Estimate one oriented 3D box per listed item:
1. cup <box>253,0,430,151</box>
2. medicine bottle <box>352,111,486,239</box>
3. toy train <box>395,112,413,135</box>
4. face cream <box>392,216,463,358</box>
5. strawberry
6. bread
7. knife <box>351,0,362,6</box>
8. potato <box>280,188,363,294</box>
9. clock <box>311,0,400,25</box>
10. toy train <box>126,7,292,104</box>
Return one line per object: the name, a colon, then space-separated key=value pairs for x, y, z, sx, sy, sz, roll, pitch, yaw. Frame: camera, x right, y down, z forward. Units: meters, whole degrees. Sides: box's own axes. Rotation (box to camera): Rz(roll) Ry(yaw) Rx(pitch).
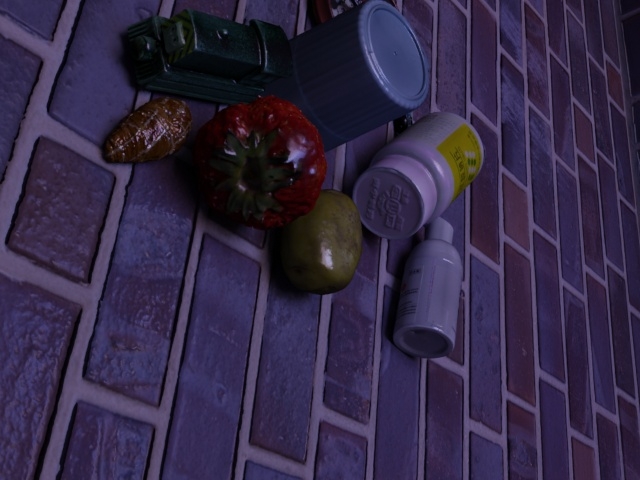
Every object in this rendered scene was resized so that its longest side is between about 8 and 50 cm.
cup: x=0.066 y=-0.330 z=1.825 sx=0.331 sy=0.311 sz=0.257 roll=24 pitch=57 yaw=-43
medicine bottle: x=0.240 y=-0.162 z=2.046 sx=0.378 sy=0.213 sz=0.214 roll=-41 pitch=107 yaw=-50
toy train: x=0.216 y=-0.372 z=2.246 sx=0.047 sy=0.043 sz=0.208 roll=18 pitch=61 yaw=-45
face cream: x=0.270 y=0.088 z=2.026 sx=0.145 sy=0.145 sz=0.370 roll=41 pitch=48 yaw=-32
strawberry: x=-0.104 y=-0.157 z=1.615 sx=0.257 sy=0.257 sz=0.277 roll=57 pitch=26 yaw=-17
bread: x=-0.294 y=-0.199 z=1.524 sx=0.105 sy=0.076 sz=0.233 roll=59 pitch=41 yaw=-11
knife: x=0.099 y=-0.580 z=2.094 sx=0.121 sy=0.018 sz=0.031 roll=55 pitch=46 yaw=-17
potato: x=0.001 y=0.001 z=1.735 sx=0.197 sy=0.148 sz=0.229 roll=9 pitch=66 yaw=-35
clock: x=0.096 y=-0.555 z=2.152 sx=0.318 sy=0.080 sz=0.319 roll=19 pitch=61 yaw=-40
toy train: x=-0.203 y=-0.359 z=1.622 sx=0.330 sy=0.178 sz=0.139 roll=0 pitch=75 yaw=-52
